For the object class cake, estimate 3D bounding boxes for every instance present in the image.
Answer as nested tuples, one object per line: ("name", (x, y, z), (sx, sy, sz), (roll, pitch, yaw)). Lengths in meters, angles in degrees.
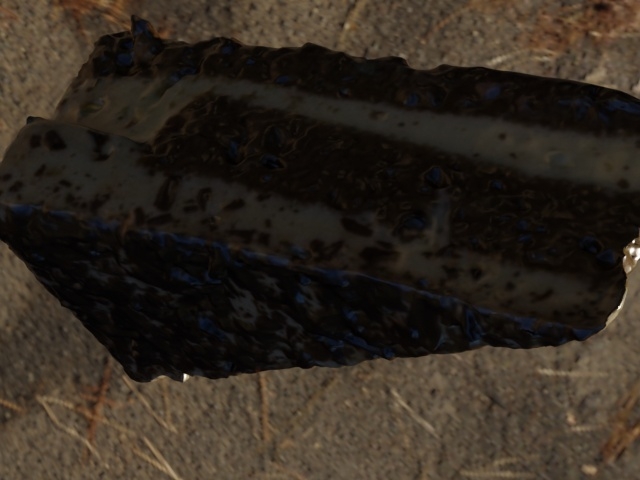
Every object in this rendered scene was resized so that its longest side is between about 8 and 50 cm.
("cake", (0.011, 0.005, 0.480), (0.135, 0.246, 0.112), (72, 36, -49))
